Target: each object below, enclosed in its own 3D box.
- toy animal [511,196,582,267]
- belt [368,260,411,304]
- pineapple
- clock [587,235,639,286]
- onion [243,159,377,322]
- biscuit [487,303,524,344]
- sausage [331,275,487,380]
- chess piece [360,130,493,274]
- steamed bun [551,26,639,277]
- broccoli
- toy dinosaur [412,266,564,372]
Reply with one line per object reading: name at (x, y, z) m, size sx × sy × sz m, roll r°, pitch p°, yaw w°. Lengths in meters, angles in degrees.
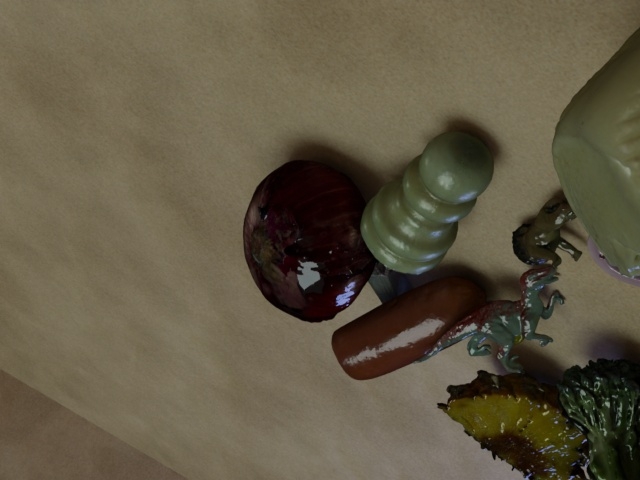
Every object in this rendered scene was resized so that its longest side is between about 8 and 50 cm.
toy animal at (0.314, -0.007, 1.814) m, size 0.086 × 0.069 × 0.220 m, roll 52°, pitch 152°, yaw 7°
belt at (0.116, 0.078, 2.193) m, size 0.071 × 0.053 × 0.232 m, roll 16°, pitch 148°, yaw 34°
pineapple at (0.348, 0.275, 2.204) m, size 0.334 × 0.158 × 0.161 m, roll 39°, pitch 114°, yaw -19°
clock at (0.491, 0.049, 1.700) m, size 0.275 × 0.080 × 0.290 m, roll 9°, pitch 142°, yaw 41°
onion at (0.000, 0.000, 2.045) m, size 0.252 × 0.219 × 0.252 m, roll 175°, pitch 90°, yaw -66°
biscuit at (0.281, 0.131, 2.128) m, size 0.084 × 0.023 × 0.084 m, roll 25°, pitch 151°, yaw 15°
sausage at (0.142, 0.133, 2.122) m, size 0.259 × 0.113 × 0.113 m, roll -28°, pitch 117°, yaw 32°
chess piece at (0.155, -0.064, 1.860) m, size 0.133 × 0.133 × 0.243 m, roll 34°, pitch 146°, yaw 0°
steamed bun at (0.378, -0.083, 1.400) m, size 0.273 × 0.290 × 0.272 m, roll 50°, pitch 161°, yaw 9°
broccoli at (0.438, 0.320, 1.985) m, size 0.165 × 0.304 × 0.145 m, roll -7°, pitch 172°, yaw -5°
toy dinosaur at (0.242, 0.124, 2.013) m, size 0.242 × 0.053 × 0.167 m, roll -10°, pitch 124°, yaw 16°
